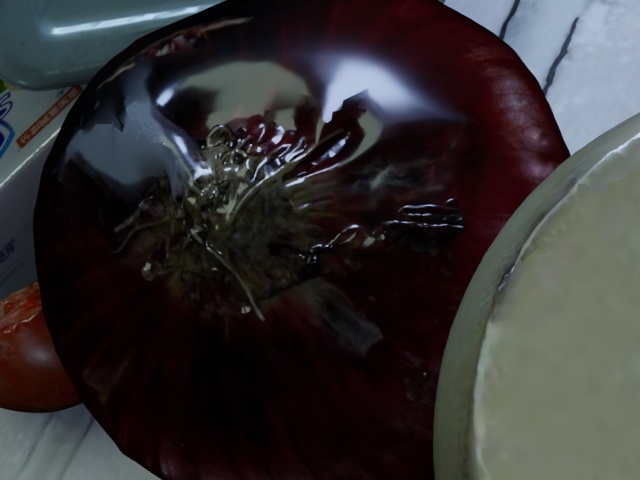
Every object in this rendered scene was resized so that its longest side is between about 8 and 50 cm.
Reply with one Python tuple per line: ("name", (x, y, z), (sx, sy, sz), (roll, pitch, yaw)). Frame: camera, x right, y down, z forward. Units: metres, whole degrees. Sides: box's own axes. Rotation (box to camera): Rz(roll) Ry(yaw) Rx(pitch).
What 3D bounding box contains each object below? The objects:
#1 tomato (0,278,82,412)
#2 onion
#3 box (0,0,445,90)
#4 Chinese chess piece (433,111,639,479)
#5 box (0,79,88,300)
("tomato", (-0.151, 0.055, 0.710), (0.174, 0.082, 0.166), (-18, 18, 50))
("onion", (0.000, 0.000, 0.588), (0.273, 0.285, 0.273), (0, 91, 16))
("box", (-0.074, -0.191, 0.678), (0.312, 0.175, 0.182), (-11, 28, -9))
("Chinese chess piece", (0.171, 0.073, 0.388), (0.273, 0.102, 0.273), (-2, 75, 6))
("box", (-0.238, -0.039, 0.831), (0.265, 0.097, 0.168), (-43, 44, 0))
